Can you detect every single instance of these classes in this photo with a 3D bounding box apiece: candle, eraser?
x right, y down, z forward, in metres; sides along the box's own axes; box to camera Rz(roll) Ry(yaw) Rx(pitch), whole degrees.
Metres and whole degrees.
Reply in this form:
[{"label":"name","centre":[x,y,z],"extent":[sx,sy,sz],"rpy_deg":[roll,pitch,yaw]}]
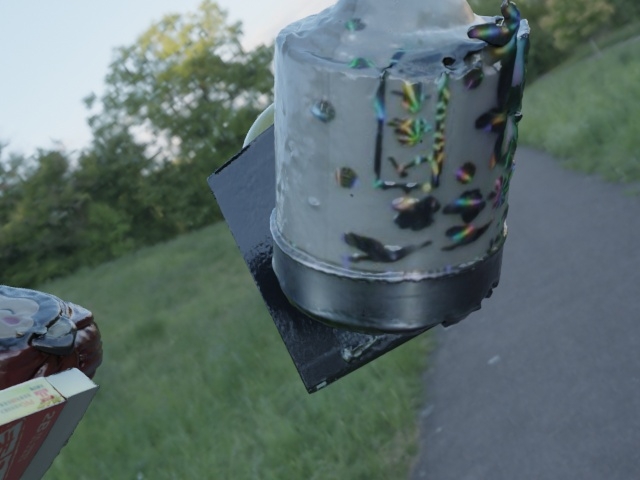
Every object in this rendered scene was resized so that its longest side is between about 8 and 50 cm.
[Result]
[{"label":"candle","centre":[0.057,-0.099,0.625],"extent":[0.187,0.330,0.187],"rpy_deg":[1,28,-1]},{"label":"eraser","centre":[-0.301,0.198,0.745],"extent":[0.157,0.038,0.230],"rpy_deg":[-56,-13,14]}]

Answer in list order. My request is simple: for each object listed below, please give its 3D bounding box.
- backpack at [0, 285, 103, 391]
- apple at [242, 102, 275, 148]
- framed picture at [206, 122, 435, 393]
[{"label":"backpack","centre":[-0.369,0.133,1.048],"extent":[0.229,0.139,0.229],"rpy_deg":[5,15,-1]},{"label":"apple","centre":[-0.014,-0.108,1.333],"extent":[0.261,0.261,0.194],"rpy_deg":[-31,-22,36]},{"label":"framed picture","centre":[0.000,0.000,1.122],"extent":[0.255,0.338,0.014],"rpy_deg":[-35,-15,33]}]
